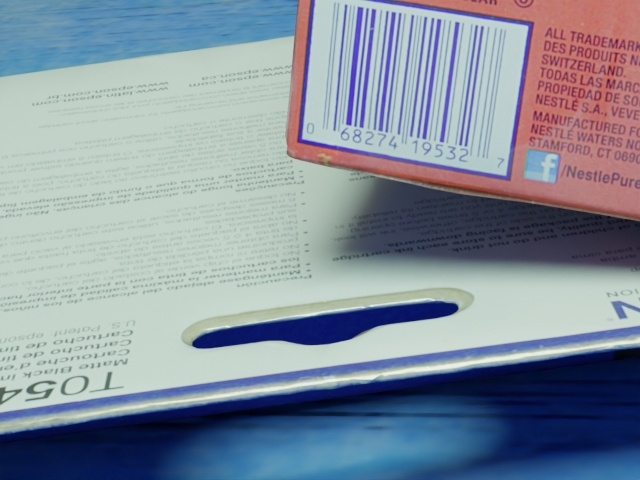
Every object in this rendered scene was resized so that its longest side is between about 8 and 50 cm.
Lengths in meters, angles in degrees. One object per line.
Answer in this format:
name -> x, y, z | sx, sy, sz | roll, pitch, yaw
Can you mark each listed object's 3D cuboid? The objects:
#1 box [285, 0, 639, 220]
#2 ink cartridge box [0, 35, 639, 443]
box -> 0.156, -0.084, 0.349 | 0.300, 0.154, 0.142 | 10, 25, 10
ink cartridge box -> 0.000, 0.000, 0.427 | 0.223, 0.045, 0.224 | -8, 25, 2
